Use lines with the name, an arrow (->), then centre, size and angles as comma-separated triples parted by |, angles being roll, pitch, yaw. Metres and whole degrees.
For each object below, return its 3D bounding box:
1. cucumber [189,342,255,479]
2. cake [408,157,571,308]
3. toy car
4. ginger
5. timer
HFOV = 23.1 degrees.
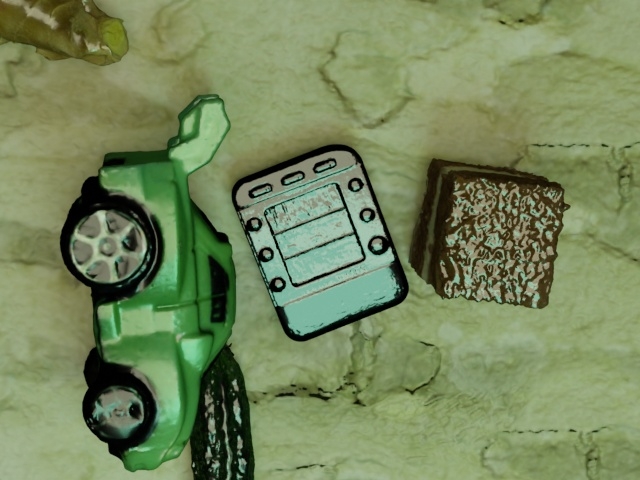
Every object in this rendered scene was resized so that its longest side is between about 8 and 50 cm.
cucumber -> -0.106, 0.237, 1.671 | 0.077, 0.077, 0.265 | -2, 100, -6
cake -> 0.171, -0.011, 1.623 | 0.135, 0.147, 0.135 | 8, 99, -6
toy car -> -0.163, 0.041, 1.557 | 0.176, 0.213, 0.358 | -6, 96, -6
ginger -> -0.292, -0.237, 1.571 | 0.205, 0.081, 0.115 | 6, 86, -1
timer -> 0.000, 0.000, 1.657 | 0.144, 0.055, 0.187 | -21, 105, 0
